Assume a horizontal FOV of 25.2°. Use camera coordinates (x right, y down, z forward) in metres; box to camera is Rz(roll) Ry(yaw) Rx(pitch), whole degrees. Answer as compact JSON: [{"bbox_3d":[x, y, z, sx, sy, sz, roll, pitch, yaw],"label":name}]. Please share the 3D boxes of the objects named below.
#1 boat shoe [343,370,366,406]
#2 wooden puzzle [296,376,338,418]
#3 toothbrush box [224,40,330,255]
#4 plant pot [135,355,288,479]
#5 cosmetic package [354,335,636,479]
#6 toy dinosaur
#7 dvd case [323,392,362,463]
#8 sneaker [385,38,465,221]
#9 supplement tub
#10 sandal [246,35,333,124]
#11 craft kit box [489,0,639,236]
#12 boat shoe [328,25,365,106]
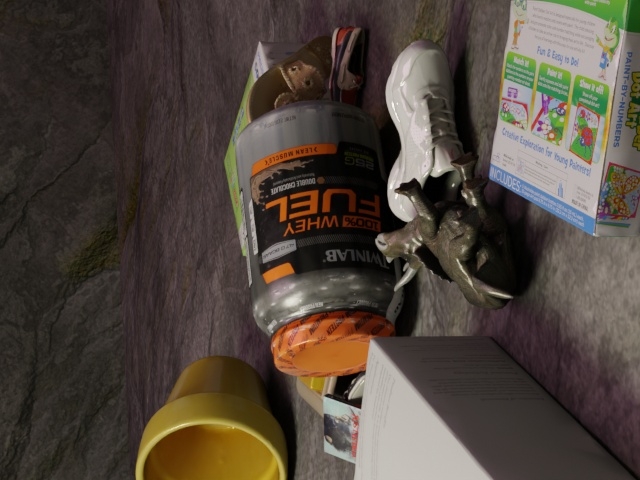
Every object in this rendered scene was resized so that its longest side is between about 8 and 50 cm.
[{"bbox_3d":[0.055,0.215,2.019,0.125,0.046,0.038,99,157,-50],"label":"boat shoe"},{"bbox_3d":[0.000,0.139,2.129,0.221,0.044,0.239,-159,76,-77],"label":"wooden puzzle"},{"bbox_3d":[-0.054,-0.140,2.244,0.283,0.122,0.206,109,154,-48],"label":"toothbrush box"},{"bbox_3d":[-0.180,0.331,2.464,0.239,0.254,0.254,-90,10,-57],"label":"plant pot"},{"bbox_3d":[0.167,0.263,1.491,0.385,0.156,0.217,-131,44,-63],"label":"cosmetic package"},{"bbox_3d":[0.169,0.008,1.590,0.313,0.121,0.160,35,153,57],"label":"toy dinosaur"},{"bbox_3d":[0.049,0.268,1.984,0.119,0.013,0.087,14,112,42],"label":"dvd case"},{"bbox_3d":[0.140,-0.124,1.720,0.115,0.090,0.232,-147,50,-62],"label":"sneaker"},{"bbox_3d":[0.000,0.000,1.931,0.207,0.207,0.338,124,142,-60],"label":"supplement tub"},{"bbox_3d":[-0.022,-0.239,2.077,0.079,0.088,0.240,-32,15,46],"label":"sandal"},{"bbox_3d":[0.249,-0.152,1.406,0.250,0.061,0.247,-137,47,-67],"label":"craft kit box"},{"bbox_3d":[0.042,-0.242,2.076,0.043,0.049,0.137,5,96,33],"label":"boat shoe"}]
